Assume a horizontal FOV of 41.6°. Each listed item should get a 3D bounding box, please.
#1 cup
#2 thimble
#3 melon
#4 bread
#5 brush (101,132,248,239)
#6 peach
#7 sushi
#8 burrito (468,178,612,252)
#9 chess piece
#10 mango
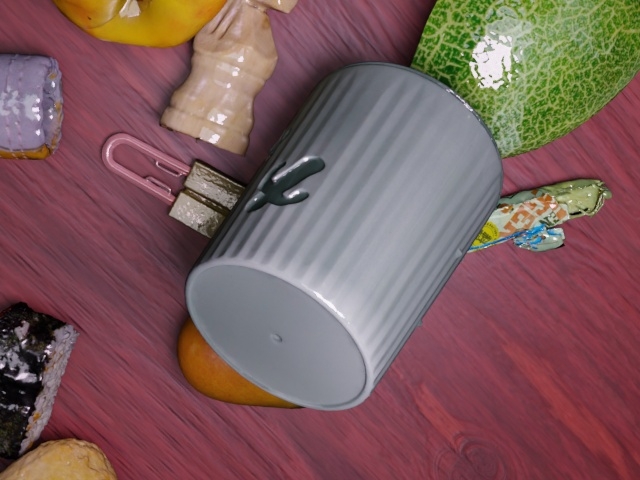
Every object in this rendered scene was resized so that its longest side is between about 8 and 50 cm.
[{"bbox_3d":[0.022,0.012,1.139,0.310,0.401,0.392,33,53,3],"label":"cup"},{"bbox_3d":[-0.441,-0.193,1.212,0.117,0.127,0.151,3,97,-5],"label":"thimble"},{"bbox_3d":[0.283,-0.275,1.243,0.331,0.226,0.343,38,80,-27],"label":"melon"},{"bbox_3d":[-0.406,0.432,1.290,0.244,0.134,0.244,-23,127,-35],"label":"bread"},{"bbox_3d":[-0.227,-0.090,1.292,0.233,0.047,0.103,29,96,-9],"label":"brush"},{"bbox_3d":[-0.245,-0.428,1.126,0.289,0.289,0.308,-9,67,-4],"label":"peach"},{"bbox_3d":[-0.462,0.215,1.277,0.126,0.136,0.225,28,101,-1],"label":"sushi"},{"bbox_3d":[0.328,-0.027,1.353,0.288,0.054,0.104,-16,101,-3],"label":"burrito"},{"bbox_3d":[-0.125,-0.283,1.237,0.137,0.137,0.301,19,94,-9],"label":"chess piece"},{"bbox_3d":[-0.094,0.171,1.306,0.254,0.139,0.175,10,114,-16],"label":"mango"}]
